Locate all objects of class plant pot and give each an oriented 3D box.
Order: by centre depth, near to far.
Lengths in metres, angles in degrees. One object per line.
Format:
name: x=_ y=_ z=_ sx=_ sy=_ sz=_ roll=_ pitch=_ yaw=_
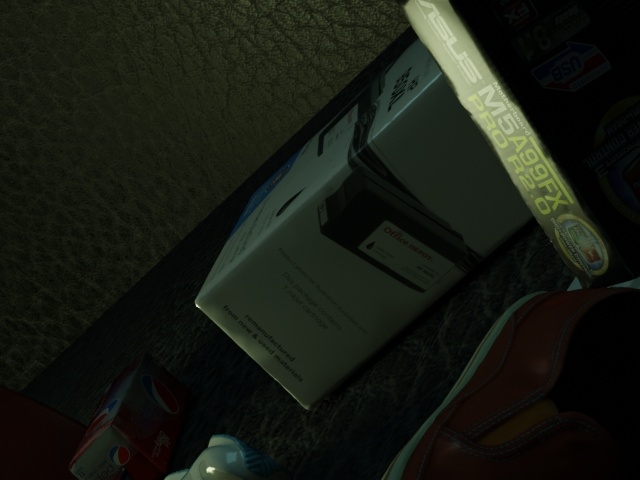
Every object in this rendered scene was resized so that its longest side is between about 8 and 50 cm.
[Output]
plant pot: x=-0.458 y=0.341 z=2.109 sx=0.267 sy=0.236 sz=0.267 roll=-40 pitch=11 yaw=37

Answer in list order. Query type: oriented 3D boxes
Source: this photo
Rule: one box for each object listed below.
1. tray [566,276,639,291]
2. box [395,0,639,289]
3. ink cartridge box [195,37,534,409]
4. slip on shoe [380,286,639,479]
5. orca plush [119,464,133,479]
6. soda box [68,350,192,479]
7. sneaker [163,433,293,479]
tray: x=0.167 y=0.078 z=1.054 sx=0.270 sy=0.030 sz=0.145 roll=-52 pitch=9 yaw=-28
box: x=0.210 y=-0.130 z=0.982 sx=0.270 sy=0.216 sz=0.060 roll=-34 pitch=2 yaw=-24
ink cartridge box: x=0.089 y=-0.063 z=1.573 sx=0.395 sy=0.166 sz=0.285 roll=-42 pitch=11 yaw=23
slip on shoe: x=0.110 y=0.131 z=0.837 sx=0.101 sy=0.123 sz=0.331 roll=-23 pitch=21 yaw=39
orca plush: x=-0.150 y=0.326 z=1.269 sx=0.287 sy=0.102 sz=0.151 roll=-75 pitch=0 yaw=-52
soda box: x=-0.232 y=0.234 z=1.986 sx=0.083 sy=0.092 sz=0.263 roll=-44 pitch=9 yaw=13
sneaker: x=-0.097 y=0.241 z=1.414 sx=0.092 sy=0.087 sz=0.229 roll=-61 pitch=9 yaw=-33
